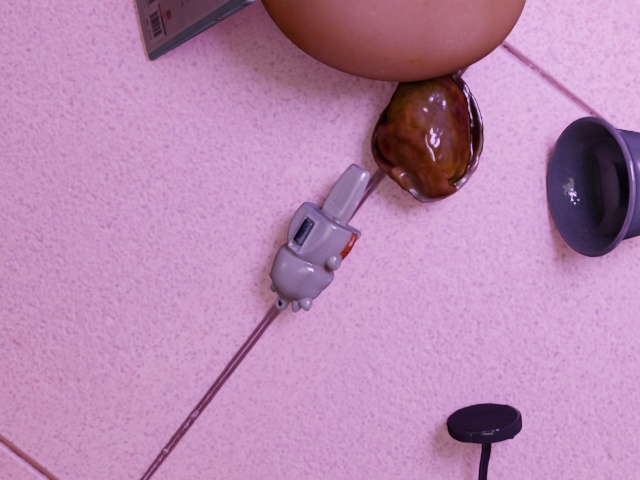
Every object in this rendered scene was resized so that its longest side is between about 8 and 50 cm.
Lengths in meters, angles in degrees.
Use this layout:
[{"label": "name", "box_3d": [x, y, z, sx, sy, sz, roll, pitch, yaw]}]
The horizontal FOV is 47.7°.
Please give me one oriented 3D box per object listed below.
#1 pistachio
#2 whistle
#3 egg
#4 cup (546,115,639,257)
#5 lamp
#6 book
[{"label": "pistachio", "box_3d": [0.155, -0.161, 1.061, 0.165, 0.130, 0.210, -3, 86, 6]}, {"label": "whistle", "box_3d": [-0.002, -0.001, 1.094, 0.102, 0.106, 0.253, 31, 101, 10]}, {"label": "egg", "box_3d": [0.088, -0.364, 0.961, 0.374, 0.301, 0.301, 28, 95, -1]}, {"label": "cup", "box_3d": [0.445, -0.081, 1.039, 0.150, 0.199, 0.199, -5, 95, -14]}, {"label": "lamp", "box_3d": [0.219, 0.425, 1.140, 0.109, 0.130, 0.371, 18, 110, 24]}, {"label": "book", "box_3d": [-0.195, -0.393, 1.018, 0.025, 0.283, 0.214, -15, 96, -40]}]
